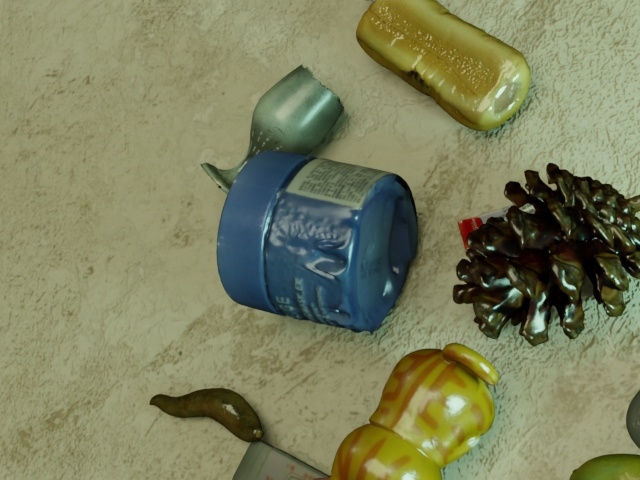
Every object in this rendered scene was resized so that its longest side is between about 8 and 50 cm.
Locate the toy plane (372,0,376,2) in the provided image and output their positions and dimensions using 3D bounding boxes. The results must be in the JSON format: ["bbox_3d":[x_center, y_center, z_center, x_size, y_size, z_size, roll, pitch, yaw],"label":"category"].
[{"bbox_3d":[0.126,-0.468,2.064,0.174,0.080,0.174,-7,70,21],"label":"toy plane"}]

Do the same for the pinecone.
[{"bbox_3d":[0.319,0.024,1.709,0.309,0.244,0.244,-40,59,25],"label":"pinecone"}]

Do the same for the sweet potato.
[{"bbox_3d":[-0.170,0.263,1.953,0.250,0.059,0.069,12,75,35],"label":"sweet potato"}]

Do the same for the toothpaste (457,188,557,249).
[{"bbox_3d":[0.298,-0.040,1.859,0.190,0.031,0.048,-22,68,20],"label":"toothpaste"}]

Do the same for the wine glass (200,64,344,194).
[{"bbox_3d":[-0.075,-0.169,2.024,0.241,0.126,0.126,-47,59,6],"label":"wine glass"}]

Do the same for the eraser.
[{"bbox_3d":[0.010,0.393,1.816,0.352,0.061,0.089,24,82,30],"label":"eraser"}]

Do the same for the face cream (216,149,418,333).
[{"bbox_3d":[0.000,0.000,1.856,0.225,0.249,0.249,11,77,27],"label":"face cream"}]

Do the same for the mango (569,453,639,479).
[{"bbox_3d":[0.421,0.346,1.634,0.191,0.085,0.122,7,65,17],"label":"mango"}]

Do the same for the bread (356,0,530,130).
[{"bbox_3d":[0.195,-0.291,1.960,0.305,0.091,0.142,41,94,30],"label":"bread"}]

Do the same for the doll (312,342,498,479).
[{"bbox_3d":[0.129,0.275,1.735,0.167,0.162,0.269,24,75,34],"label":"doll"}]

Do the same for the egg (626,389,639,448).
[{"bbox_3d":[0.496,0.227,1.600,0.199,0.146,0.146,-9,68,28],"label":"egg"}]
